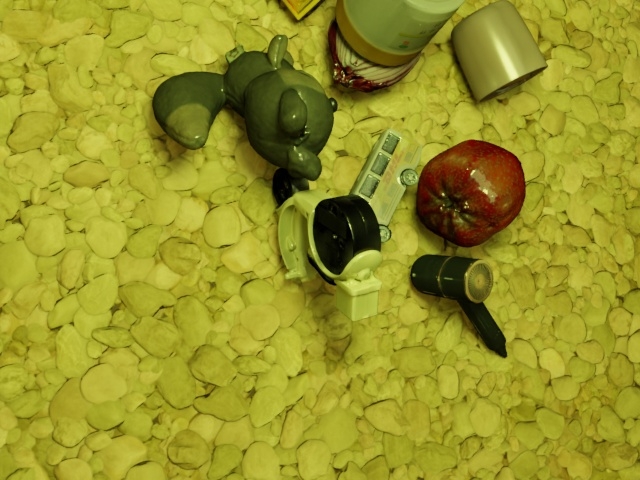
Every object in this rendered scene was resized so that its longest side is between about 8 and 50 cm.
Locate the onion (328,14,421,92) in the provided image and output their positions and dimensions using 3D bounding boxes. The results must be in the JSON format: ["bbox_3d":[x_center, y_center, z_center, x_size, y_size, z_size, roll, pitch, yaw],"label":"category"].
[{"bbox_3d":[0.104,-0.453,1.599,0.227,0.120,0.283,41,64,-2],"label":"onion"}]

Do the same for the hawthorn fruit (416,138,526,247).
[{"bbox_3d":[0.388,-0.123,1.607,0.300,0.254,0.254,-20,90,-44],"label":"hawthorn fruit"}]

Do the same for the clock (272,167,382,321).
[{"bbox_3d":[0.000,0.000,1.447,0.120,0.379,0.276,-11,113,-27],"label":"clock"}]

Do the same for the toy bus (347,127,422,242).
[{"bbox_3d":[0.135,-0.103,1.594,0.138,0.097,0.342,31,78,-8],"label":"toy bus"}]

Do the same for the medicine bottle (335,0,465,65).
[{"bbox_3d":[0.182,-0.550,1.464,0.238,0.232,0.238,6,73,-20],"label":"medicine bottle"}]

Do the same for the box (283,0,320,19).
[{"bbox_3d":[0.004,-0.693,1.527,0.301,0.084,0.193,-35,98,27],"label":"box"}]

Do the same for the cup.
[{"bbox_3d":[0.466,-0.494,1.689,0.253,0.191,0.200,-24,88,-45],"label":"cup"}]

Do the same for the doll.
[{"bbox_3d":[-0.150,-0.259,1.442,0.379,0.382,0.252,-27,133,0],"label":"doll"}]

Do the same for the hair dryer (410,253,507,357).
[{"bbox_3d":[0.374,0.178,1.631,0.107,0.189,0.352,-49,120,-24],"label":"hair dryer"}]
